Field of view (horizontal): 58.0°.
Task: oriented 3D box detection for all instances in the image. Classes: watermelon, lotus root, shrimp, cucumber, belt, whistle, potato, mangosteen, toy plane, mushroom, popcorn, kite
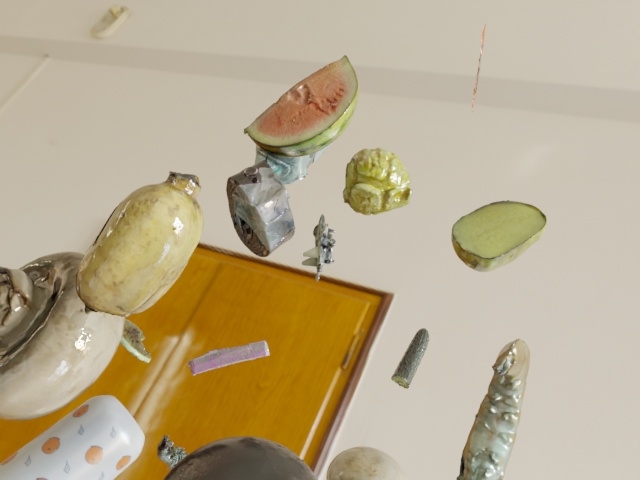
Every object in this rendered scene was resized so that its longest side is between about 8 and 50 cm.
[{"bbox_3d":[-0.005,-0.274,1.339,0.159,0.303,0.128,47,-8,29],"label":"watermelon"},{"bbox_3d":[-0.287,0.009,0.951,0.146,0.284,0.160,32,1,-12],"label":"lotus root"},{"bbox_3d":[0.274,0.243,0.860,0.068,0.185,0.287,20,-53,21],"label":"shrimp"},{"bbox_3d":[0.256,0.321,1.604,0.052,0.214,0.058,2,-56,31],"label":"cucumber"},{"bbox_3d":[-0.186,-0.081,1.686,0.184,0.164,0.289,33,-34,35],"label":"belt"},{"bbox_3d":[-0.430,0.615,1.664,0.082,0.076,0.174,51,-12,41],"label":"shrimp"},{"bbox_3d":[-0.062,-0.334,1.997,0.168,0.405,0.188,97,-29,-56],"label":"whistle"},{"bbox_3d":[0.427,0.003,1.401,0.160,0.272,0.111,34,-40,39],"label":"potato"},{"bbox_3d":[-0.052,0.294,0.530,0.250,0.211,0.211,-6,-41,34],"label":"mangosteen"},{"bbox_3d":[0.011,0.002,1.731,0.088,0.262,0.192,13,-50,5],"label":"toy plane"},{"bbox_3d":[-0.577,0.168,1.150,0.362,0.362,0.294,4,-35,38],"label":"mushroom"},{"bbox_3d":[0.145,-0.159,1.526,0.167,0.185,0.187,-2,0,-10],"label":"popcorn"},{"bbox_3d":[0.398,-0.430,1.447,0.008,0.222,0.125,10,12,16],"label":"kite"},{"bbox_3d":[0.122,0.616,1.416,0.206,0.206,0.209,-6,-75,47],"label":"mushroom"}]

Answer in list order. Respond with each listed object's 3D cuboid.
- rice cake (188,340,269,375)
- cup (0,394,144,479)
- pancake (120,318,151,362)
[{"bbox_3d":[-0.229,0.294,1.446,0.207,0.047,0.036,-13,-23,2],"label":"rice cake"},{"bbox_3d":[-0.621,0.556,1.464,0.212,0.317,0.212,34,-35,29],"label":"cup"},{"bbox_3d":[-0.450,0.237,1.378,0.129,0.022,0.116,50,-1,34],"label":"pancake"}]
